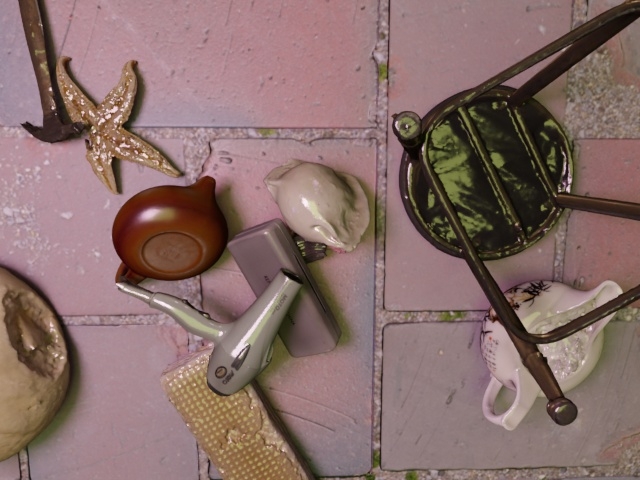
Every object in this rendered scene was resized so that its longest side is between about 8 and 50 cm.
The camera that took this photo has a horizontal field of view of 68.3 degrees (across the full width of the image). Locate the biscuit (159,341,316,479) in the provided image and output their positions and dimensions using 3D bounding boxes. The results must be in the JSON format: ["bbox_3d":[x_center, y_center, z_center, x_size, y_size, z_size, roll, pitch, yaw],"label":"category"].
[{"bbox_3d":[-0.122,0.381,0.863,0.144,0.078,0.425,-30,99,1],"label":"biscuit"}]

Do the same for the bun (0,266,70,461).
[{"bbox_3d":[-0.612,0.216,0.756,0.365,0.202,0.363,0,98,0],"label":"bun"}]

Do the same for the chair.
[{"bbox_3d":[0.301,-0.081,0.643,0.362,0.410,0.364,-31,99,3],"label":"chair"}]

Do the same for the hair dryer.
[{"bbox_3d":[-0.152,0.093,0.738,0.229,0.092,0.267,-39,101,9],"label":"hair dryer"}]

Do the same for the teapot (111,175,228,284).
[{"bbox_3d":[-0.259,-0.010,0.784,0.252,0.135,0.178,-38,129,21],"label":"teapot"}]

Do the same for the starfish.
[{"bbox_3d":[-0.342,-0.200,0.780,0.138,0.050,0.247,-20,100,0],"label":"starfish"}]

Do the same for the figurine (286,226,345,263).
[{"bbox_3d":[0.000,0.000,0.819,0.129,0.054,0.072,-13,116,0],"label":"figurine"}]

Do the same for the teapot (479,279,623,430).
[{"bbox_3d":[0.381,0.192,0.822,0.208,0.166,0.299,33,86,-18],"label":"teapot"}]

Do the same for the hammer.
[{"bbox_3d":[-0.453,-0.306,0.758,0.125,0.027,0.296,-6,96,19],"label":"hammer"}]

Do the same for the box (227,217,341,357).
[{"bbox_3d":[-0.058,0.086,0.804,0.103,0.055,0.243,-18,108,30],"label":"box"}]

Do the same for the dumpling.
[{"bbox_3d":[0.006,-0.069,0.772,0.155,0.111,0.181,-40,96,-31],"label":"dumpling"}]
